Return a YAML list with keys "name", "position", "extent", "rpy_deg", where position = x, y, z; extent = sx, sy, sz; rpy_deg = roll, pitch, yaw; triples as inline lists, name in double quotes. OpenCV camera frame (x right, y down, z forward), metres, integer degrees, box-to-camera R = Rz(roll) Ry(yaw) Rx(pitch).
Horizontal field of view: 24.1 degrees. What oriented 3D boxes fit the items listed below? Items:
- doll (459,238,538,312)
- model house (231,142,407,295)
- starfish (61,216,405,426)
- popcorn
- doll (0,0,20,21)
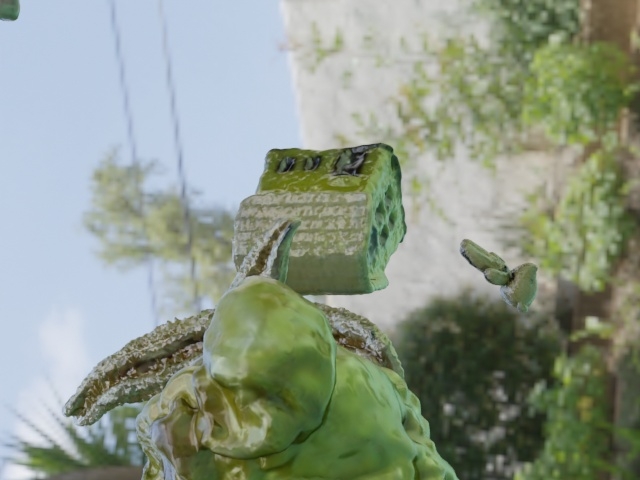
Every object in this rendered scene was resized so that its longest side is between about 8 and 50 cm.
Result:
- name: "doll"
  position: [0.184, 0.037, 1.567]
  extent: [0.061, 0.093, 0.051]
  rpy_deg: [-68, -2, -70]
- name: "model house"
  position: [0.000, 0.000, 2.007]
  extent: [0.234, 0.193, 0.174]
  rpy_deg: [-72, -23, -49]
- name: "starfish"
  position: [-0.104, 0.183, 1.720]
  extent: [0.082, 0.432, 0.324]
  rpy_deg: [19, -145, -56]
- name: "popcorn"
  position: [-0.035, 0.177, 1.179]
  extent: [0.286, 0.225, 0.173]
  rpy_deg: [47, -166, -35]
- name: "doll"
  position: [-0.256, -0.283, 1.325]
  extent: [0.113, 0.275, 0.154]
  rpy_deg: [-9, -91, -55]
